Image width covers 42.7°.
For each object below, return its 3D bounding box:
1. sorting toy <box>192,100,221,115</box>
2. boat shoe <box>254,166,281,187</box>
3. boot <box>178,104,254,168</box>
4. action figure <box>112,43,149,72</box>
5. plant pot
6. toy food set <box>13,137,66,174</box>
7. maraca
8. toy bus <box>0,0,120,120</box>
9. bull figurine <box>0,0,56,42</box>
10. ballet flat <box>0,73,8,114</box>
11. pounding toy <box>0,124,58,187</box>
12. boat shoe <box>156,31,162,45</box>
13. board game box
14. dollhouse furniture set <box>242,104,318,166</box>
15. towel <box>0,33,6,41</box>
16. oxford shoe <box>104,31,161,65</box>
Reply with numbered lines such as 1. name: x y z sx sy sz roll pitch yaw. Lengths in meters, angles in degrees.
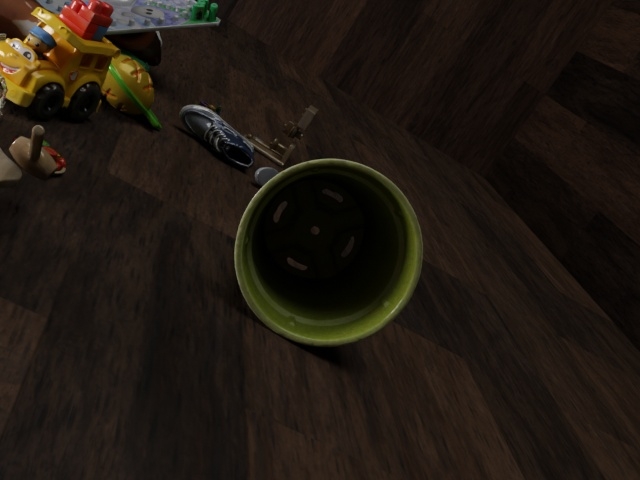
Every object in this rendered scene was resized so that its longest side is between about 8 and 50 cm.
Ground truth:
1. sorting toy: -0.274 -0.321 2.005 0.061 0.042 0.102 24 19 -31
2. boat shoe: -0.101 -0.132 1.806 0.040 0.049 0.142 23 5 38
3. boot: -0.223 -0.228 1.791 0.190 0.069 0.086 30 14 -20
4. action figure: -0.473 -0.405 1.830 0.137 0.063 0.232 42 22 32
5. plant pot: 0.000 0.000 1.301 0.276 0.276 0.254 31 5 -10
6. toy food set: -0.419 -0.126 1.222 0.082 0.020 0.083 37 17 10
7. maraca: -0.383 -0.301 1.662 0.186 0.099 0.127 54 4 -38
8. toy bus: -0.449 -0.328 1.405 0.149 0.211 0.220 39 19 12
9. bull figurine: -0.586 -0.433 1.633 0.310 0.101 0.188 31 13 -11
10. ballet flat: -0.497 -0.193 1.166 0.091 0.077 0.241 26 19 -26
11. pounding toy: -0.421 -0.112 0.939 0.154 0.155 0.269 38 17 0
12. boat shoe: -0.535 -0.593 2.179 0.277 0.098 0.096 20 21 -43
13. board game box: -0.497 -0.602 1.947 0.390 0.050 0.390 -17 46 -38
14. dollhouse furniture set: -0.101 -0.292 2.062 0.123 0.151 0.144 32 14 -5
15. towel: -0.624 -0.355 1.380 0.152 0.023 0.113 14 11 14
16. oxford shoe: -0.541 -0.531 2.025 0.363 0.130 0.133 34 -17 24
